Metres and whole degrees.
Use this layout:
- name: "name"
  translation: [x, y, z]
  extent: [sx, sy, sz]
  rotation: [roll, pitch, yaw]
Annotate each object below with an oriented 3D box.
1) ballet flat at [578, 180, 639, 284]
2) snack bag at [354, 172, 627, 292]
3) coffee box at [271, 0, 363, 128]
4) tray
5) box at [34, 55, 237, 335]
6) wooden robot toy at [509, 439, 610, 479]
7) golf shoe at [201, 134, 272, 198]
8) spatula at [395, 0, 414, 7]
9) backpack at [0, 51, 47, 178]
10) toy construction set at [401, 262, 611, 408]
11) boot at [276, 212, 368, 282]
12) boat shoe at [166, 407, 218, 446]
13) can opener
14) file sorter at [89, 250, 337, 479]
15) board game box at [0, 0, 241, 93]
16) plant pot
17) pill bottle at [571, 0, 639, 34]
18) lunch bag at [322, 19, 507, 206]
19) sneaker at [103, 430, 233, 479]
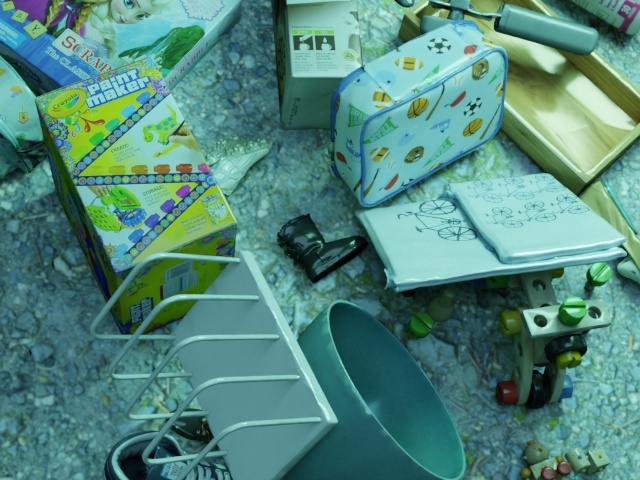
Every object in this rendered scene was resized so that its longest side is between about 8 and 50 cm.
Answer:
- name: "ballet flat"
  translation: [0.488, 0.013, 1.856]
  extent: [0.073, 0.080, 0.232]
  rotation: [-35, 71, 9]
- name: "snack bag"
  translation: [0.234, -0.021, 1.725]
  extent: [0.342, 0.323, 0.037]
  rotation: [-8, 112, -6]
- name: "coffee box"
  translation: [-0.009, -0.349, 1.882]
  extent: [0.119, 0.168, 0.297]
  rotation: [-1, 68, -9]
- name: "tray"
  translation: [0.348, -0.280, 1.952]
  extent: [0.203, 0.076, 0.411]
  rotation: [-40, 76, -20]
- name: "box"
  translation: [-0.259, -0.052, 1.656]
  extent: [0.177, 0.290, 0.279]
  rotation: [-23, 71, -15]
- name: "wooden robot toy"
  translation: [0.333, 0.320, 1.698]
  extent: [0.173, 0.076, 0.079]
  rotation: [-17, 59, -14]
- name: "golf shoe"
  translation: [-0.148, -0.111, 1.828]
  extent: [0.176, 0.086, 0.069]
  rotation: [-24, 33, -36]
- name: "spatula"
  translation: [0.051, -0.472, 1.836]
  extent: [0.084, 0.030, 0.296]
  rotation: [-33, 76, -24]
- name: "backpack"
  translation: [-0.483, -0.194, 1.743]
  extent: [0.144, 0.188, 0.166]
  rotation: [-38, 77, -20]
- name: "toy construction set"
  translation: [0.280, 0.087, 1.696]
  extent: [0.309, 0.237, 0.257]
  rotation: [15, 66, 0]
- name: "boot"
  translation: [0.000, 0.000, 1.804]
  extent: [0.121, 0.045, 0.099]
  rotation: [-32, 72, -18]
- name: "boat shoe"
  translation: [-0.157, 0.269, 1.669]
  extent: [0.133, 0.042, 0.049]
  rotation: [18, 68, 2]
- name: "can opener"
  translation: [0.305, -0.336, 1.905]
  extent: [0.283, 0.076, 0.095]
  rotation: [16, 98, -1]
- name: "file sorter"
  translation: [-0.149, 0.176, 1.492]
  extent: [0.173, 0.193, 0.277]
  rotation: [4, 47, -45]
- name: "board game box"
  translation: [-0.348, -0.364, 1.899]
  extent: [0.319, 0.066, 0.318]
  rotation: [35, 67, 8]
- name: "plant pot"
  translation: [0.032, 0.255, 1.598]
  extent: [0.195, 0.290, 0.290]
  rotation: [-38, 73, 17]
- name: "pill bottle"
  translation: [0.464, -0.491, 2.008]
  extent: [0.283, 0.160, 0.160]
  rotation: [32, 67, 7]
- name: "lunch bag"
  translation: [0.145, -0.190, 1.803]
  extent: [0.303, 0.243, 0.115]
  rotation: [-28, 57, -18]
- name: "sneaker"
  translation: [-0.159, 0.332, 1.580]
  extent: [0.282, 0.153, 0.099]
  rotation: [13, 67, -2]
